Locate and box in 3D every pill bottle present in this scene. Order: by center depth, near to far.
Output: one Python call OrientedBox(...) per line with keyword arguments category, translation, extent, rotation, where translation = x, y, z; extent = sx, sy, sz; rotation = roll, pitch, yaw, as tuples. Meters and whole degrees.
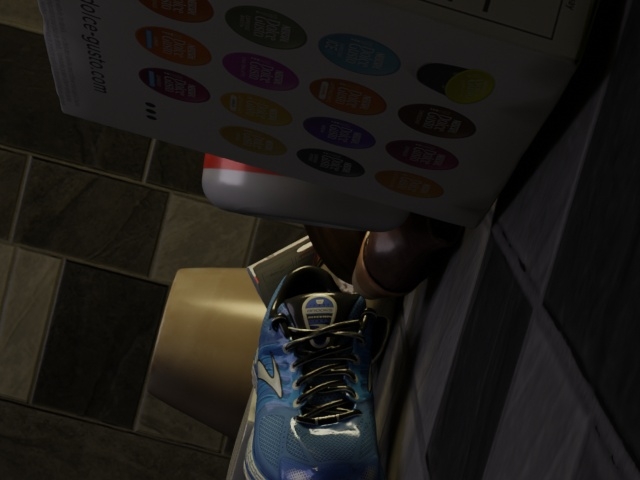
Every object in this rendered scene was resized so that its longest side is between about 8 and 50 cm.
OrientedBox(category="pill bottle", translation=(0.007, -0.174, 1.304), extent=(0.181, 0.182, 0.322), rotation=(159, 119, -88))

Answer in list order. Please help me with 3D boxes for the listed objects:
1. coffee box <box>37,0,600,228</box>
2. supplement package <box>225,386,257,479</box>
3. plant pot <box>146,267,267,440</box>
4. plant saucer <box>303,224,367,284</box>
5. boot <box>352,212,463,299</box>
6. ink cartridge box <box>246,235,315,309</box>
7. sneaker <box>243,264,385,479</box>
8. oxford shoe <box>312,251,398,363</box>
OrientedBox(category="coffee box", translation=(0.021, -0.248, 1.038), extent=(0.337, 0.334, 0.338), rotation=(107, 179, -74))
OrientedBox(category="supplement package", translation=(-0.027, 0.245, 1.609), extent=(0.244, 0.139, 0.133), rotation=(-85, 10, -86))
OrientedBox(category="plant pot", translation=(-0.097, 0.167, 2.239), extent=(0.323, 0.280, 0.323), rotation=(-166, 90, -87))
OrientedBox(category="plant saucer", translation=(0.050, -0.091, 1.576), extent=(0.278, 0.041, 0.277), rotation=(12, -103, -60))
OrientedBox(category="boot", translation=(0.107, -0.070, 1.429), extent=(0.207, 0.090, 0.248), rotation=(136, 153, -63))
OrientedBox(category="ink cartridge box", translation=(0.000, 0.000, 1.841), extent=(0.066, 0.189, 0.232), rotation=(60, 175, 20))
OrientedBox(category="sneaker", translation=(-0.011, 0.129, 1.420), extent=(0.330, 0.130, 0.147), rotation=(-107, 18, -61))
OrientedBox(category="oxford shoe", translation=(0.018, 0.102, 1.790), extent=(0.348, 0.123, 0.130), rotation=(103, 173, -62))
